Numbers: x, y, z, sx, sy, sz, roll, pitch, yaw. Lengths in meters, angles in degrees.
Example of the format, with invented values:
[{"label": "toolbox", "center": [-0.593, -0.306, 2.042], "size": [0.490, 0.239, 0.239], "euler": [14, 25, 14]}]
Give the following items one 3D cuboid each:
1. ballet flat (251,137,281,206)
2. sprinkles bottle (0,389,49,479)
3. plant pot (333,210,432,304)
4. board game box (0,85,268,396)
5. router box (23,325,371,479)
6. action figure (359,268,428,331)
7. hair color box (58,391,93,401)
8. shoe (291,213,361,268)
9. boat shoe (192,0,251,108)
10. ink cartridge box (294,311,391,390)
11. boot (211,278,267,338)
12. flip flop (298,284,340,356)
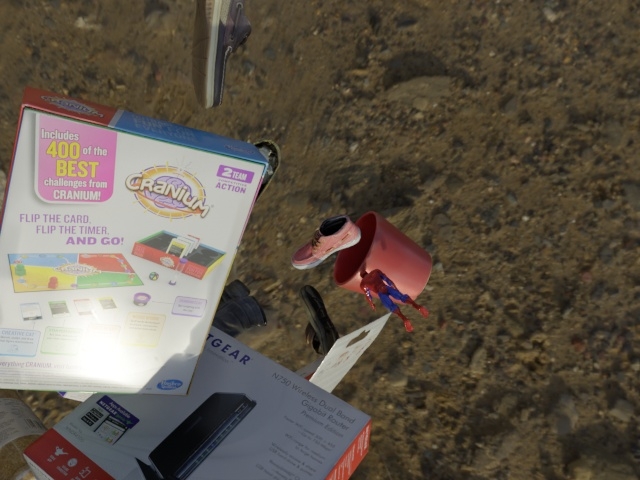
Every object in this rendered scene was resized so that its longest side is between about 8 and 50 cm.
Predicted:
[{"label": "ballet flat", "center": [-0.196, -0.111, 1.452], "size": [0.123, 0.123, 0.349], "euler": [33, 62, -7]}, {"label": "sprinkles bottle", "center": [-0.491, 0.317, 0.961], "size": [0.121, 0.355, 0.121], "euler": [-14, 111, -40]}, {"label": "plant pot", "center": [0.212, 0.073, 2.018], "size": [0.243, 0.275, 0.275], "euler": [26, 76, -16]}, {"label": "board game box", "center": [-0.221, 0.022, 0.667], "size": [0.242, 0.064, 0.317], "euler": [11, 113, -29]}, {"label": "router box", "center": [-0.153, 0.277, 0.811], "size": [0.335, 0.082, 0.301], "euler": [23, 44, 26]}, {"label": "action figure", "center": [0.206, 0.177, 1.774], "size": [0.091, 0.280, 0.139], "euler": [-40, 131, -7]}, {"label": "hair color box", "center": [-0.574, 0.277, 1.698], "size": [0.110, 0.185, 0.339], "euler": [34, 80, 24]}, {"label": "shoe", "center": [0.000, 0.000, 1.401], "size": [0.177, 0.081, 0.064], "euler": [-26, 55, 11]}, {"label": "boat shoe", "center": [-0.159, -0.364, 1.032], "size": [0.092, 0.103, 0.285], "euler": [-1, 105, -27]}, {"label": "ink cartridge box", "center": [-0.012, 0.321, 1.547], "size": [0.091, 0.308, 0.385], "euler": [42, 115, 19]}, {"label": "boot", "center": [-0.239, 0.253, 1.674], "size": [0.222, 0.118, 0.338], "euler": [-16, 59, -27]}, {"label": "flip flop", "center": [-0.013, 0.270, 1.850], "size": [0.080, 0.112, 0.277], "euler": [-28, 79, 22]}]
